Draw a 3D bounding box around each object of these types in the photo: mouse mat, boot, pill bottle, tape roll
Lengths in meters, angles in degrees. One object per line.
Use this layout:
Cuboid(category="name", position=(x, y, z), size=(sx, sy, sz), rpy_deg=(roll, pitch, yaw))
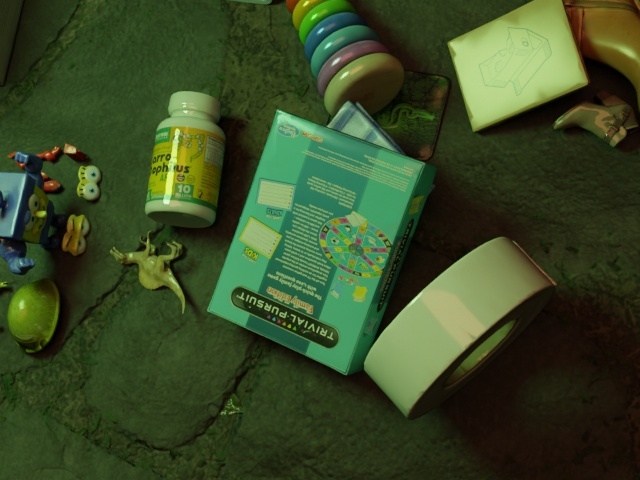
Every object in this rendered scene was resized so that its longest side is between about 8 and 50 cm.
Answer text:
Cuboid(category="mouse mat", position=(0.111, -0.219, 1.717), size=(0.190, 0.007, 0.152), rpy_deg=(12, 78, 15))
Cuboid(category="boot", position=(0.439, -0.182, 1.623), size=(0.118, 0.042, 0.087), rpy_deg=(-34, 74, 2))
Cuboid(category="boot", position=(0.442, -0.308, 1.619), size=(0.220, 0.109, 0.283), rpy_deg=(0, 75, 12))
Cuboid(category="pill bottle", position=(-0.219, -0.134, 1.703), size=(0.118, 0.117, 0.208), rpy_deg=(4, 76, 12))
Cuboid(category="tape roll", position=(0.199, 0.125, 1.464), size=(0.286, 0.286, 0.100), rpy_deg=(-42, 71, -1))

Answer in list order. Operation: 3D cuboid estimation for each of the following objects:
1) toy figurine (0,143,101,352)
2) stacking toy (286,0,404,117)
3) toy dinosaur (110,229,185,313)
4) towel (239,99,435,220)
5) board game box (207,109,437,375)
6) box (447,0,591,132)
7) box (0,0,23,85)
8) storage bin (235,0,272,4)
Cuboid(category="toy figurine", position=(-0.515, -0.017, 1.680), size=(0.191, 0.217, 0.362), rpy_deg=(9, 77, 14))
Cuboid(category="stacking toy", position=(0.006, -0.361, 1.714), size=(0.141, 0.141, 0.330), rpy_deg=(-30, 65, 2))
Cuboid(category="toy dinosaur", position=(-0.264, 0.044, 1.709), size=(0.183, 0.053, 0.092), rpy_deg=(32, 99, 25))
Cuboid(category="towel", position=(0.019, -0.057, 1.634), size=(0.285, 0.034, 0.209), rpy_deg=(-46, 71, 17))
Cuboid(category="board game box", position=(0.000, 0.000, 1.580), size=(0.254, 0.079, 0.336), rpy_deg=(23, 98, 21))
Cuboid(category="box", position=(0.312, -0.283, 1.639), size=(0.201, 0.021, 0.164), rpy_deg=(-22, 76, 30))
Cuboid(category="box", position=(-0.673, -0.432, 1.753), size=(0.168, 0.345, 0.215), rpy_deg=(6, 76, 13))
Cuboid(category="storage bin", position=(-0.143, -0.483, 1.797), size=(0.135, 0.098, 0.091), rpy_deg=(9, 67, 13))
